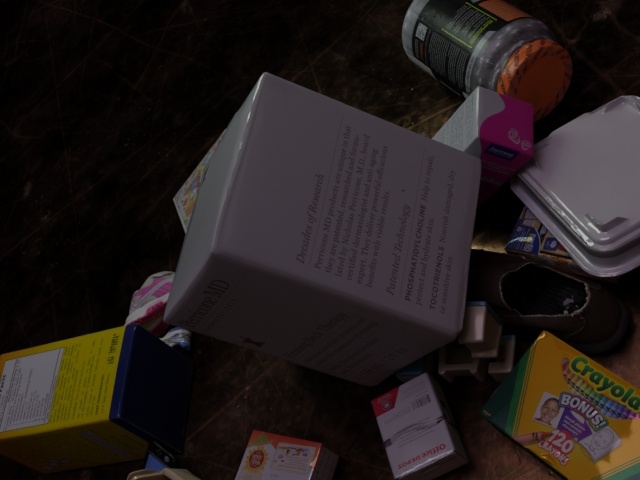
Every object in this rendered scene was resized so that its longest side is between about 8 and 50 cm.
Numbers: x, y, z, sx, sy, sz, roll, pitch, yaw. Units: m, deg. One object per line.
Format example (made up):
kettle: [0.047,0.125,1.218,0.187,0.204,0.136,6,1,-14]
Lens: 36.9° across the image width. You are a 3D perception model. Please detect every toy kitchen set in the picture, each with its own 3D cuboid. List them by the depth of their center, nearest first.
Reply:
toy kitchen set: [0.202,0.144,1.554,0.207,0.166,0.122,-7,57,31]

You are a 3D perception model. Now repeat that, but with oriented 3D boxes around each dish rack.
dish rack: [0.479,-0.110,1.551,0.285,0.072,0.333,-30,38,1]

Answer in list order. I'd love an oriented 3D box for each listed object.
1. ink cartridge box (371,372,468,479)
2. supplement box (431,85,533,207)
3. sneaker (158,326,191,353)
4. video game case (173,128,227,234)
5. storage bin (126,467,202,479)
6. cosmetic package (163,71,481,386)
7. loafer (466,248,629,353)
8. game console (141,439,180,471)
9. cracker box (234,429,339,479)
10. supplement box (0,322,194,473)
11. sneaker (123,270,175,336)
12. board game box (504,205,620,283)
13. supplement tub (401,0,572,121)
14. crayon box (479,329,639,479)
ink cartridge box: [0.158,0.307,1.544,0.109,0.063,0.150,-29,48,15]
supplement box: [0.268,-0.153,1.674,0.220,0.111,0.114,128,154,-55]
sneaker: [-0.319,0.225,1.939,0.135,0.052,0.058,-30,52,14]
video game case: [-0.236,-0.123,2.066,0.206,0.026,0.227,-52,27,9]
storage bin: [-0.226,0.531,1.535,0.262,0.123,0.260,18,89,45]
cosmetic package: [0.000,0.000,1.563,0.329,0.393,0.328,134,152,-59]
loafer: [0.312,0.071,1.552,0.365,0.130,0.134,11,67,39]
game console: [-0.301,0.441,1.723,0.107,0.071,0.122,31,115,26]
cracker box: [-0.079,0.447,1.609,0.155,0.067,0.232,3,61,38]
supplement box: [-0.452,0.315,1.869,0.356,0.195,0.194,-14,53,26]
sneaker: [-0.303,0.104,1.975,0.252,0.103,0.111,-26,50,17]
board game box: [0.424,-0.019,1.596,0.193,0.045,0.147,14,69,40]
supplement tub: [0.311,-0.356,1.803,0.193,0.193,0.316,-44,45,1]
crayon box: [0.391,0.272,1.395,0.165,0.081,0.278,-51,46,-5]
